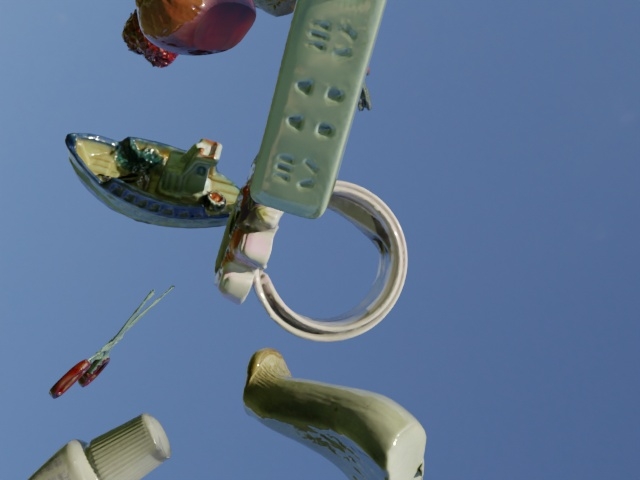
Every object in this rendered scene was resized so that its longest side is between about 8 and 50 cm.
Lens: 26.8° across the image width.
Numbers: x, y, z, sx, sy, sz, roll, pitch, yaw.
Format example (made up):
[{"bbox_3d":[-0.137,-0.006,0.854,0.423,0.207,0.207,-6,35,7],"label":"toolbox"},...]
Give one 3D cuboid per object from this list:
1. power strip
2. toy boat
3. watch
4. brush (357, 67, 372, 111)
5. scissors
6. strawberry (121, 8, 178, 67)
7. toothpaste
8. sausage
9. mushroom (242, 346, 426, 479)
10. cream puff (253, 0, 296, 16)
[{"bbox_3d":[0.006,-0.189,1.381,0.062,0.091,0.385,-74,180,-51],"label":"power strip"},{"bbox_3d":[-0.213,-0.094,1.793,0.114,0.262,0.115,-80,-179,-47],"label":"toy boat"},{"bbox_3d":[0.000,0.000,1.693,0.196,0.231,0.244,-158,-91,-82],"label":"watch"},{"bbox_3d":[0.038,-0.325,2.106,0.051,0.323,0.070,-15,-137,2],"label":"brush"},{"bbox_3d":[-0.330,0.160,2.158,0.248,0.144,0.017,-45,-99,15],"label":"scissors"},{"bbox_3d":[-0.203,-0.266,1.678,0.096,0.083,0.083,127,-27,-45],"label":"strawberry"},{"bbox_3d":[-0.245,0.227,1.080,0.282,0.099,0.068,-34,-136,7],"label":"toothpaste"},{"bbox_3d":[-0.080,-0.145,0.833,0.054,0.094,0.059,37,-72,16],"label":"sausage"},{"bbox_3d":[0.011,0.266,1.896,0.328,0.122,0.159,25,-82,35],"label":"mushroom"},{"bbox_3d":[-0.078,-0.523,2.182,0.269,0.323,0.274,25,-105,23],"label":"cream puff"}]
